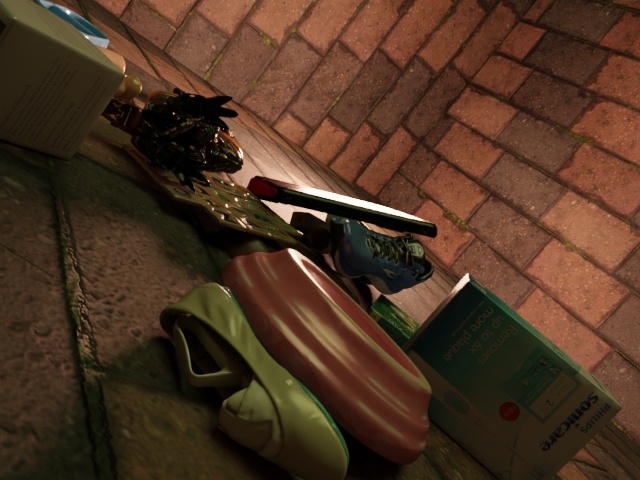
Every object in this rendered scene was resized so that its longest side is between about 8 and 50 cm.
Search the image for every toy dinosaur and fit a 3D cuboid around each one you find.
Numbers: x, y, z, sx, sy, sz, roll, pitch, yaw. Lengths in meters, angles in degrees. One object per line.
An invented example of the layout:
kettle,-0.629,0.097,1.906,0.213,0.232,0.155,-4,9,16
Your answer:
toy dinosaur,-0.269,-0.179,1.011,0.322,0.164,0.218,-5,16,-38

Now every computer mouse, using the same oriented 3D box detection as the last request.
computer mouse,-0.351,-0.357,1.717,0.184,0.060,0.262,35,-1,1

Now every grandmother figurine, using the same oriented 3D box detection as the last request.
grandmother figurine,-0.516,-0.379,1.147,0.208,0.104,0.342,33,6,16

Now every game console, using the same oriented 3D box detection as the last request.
game console,0.034,-0.075,1.339,0.387,0.060,0.342,12,7,-18

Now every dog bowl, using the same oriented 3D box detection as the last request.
dog bowl,-0.617,-0.509,1.408,0.166,0.074,0.297,37,11,-11

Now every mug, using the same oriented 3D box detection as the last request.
mug,0.004,-0.001,1.402,0.078,0.062,0.064,51,7,25

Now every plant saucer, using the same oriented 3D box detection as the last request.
plant saucer,-0.037,0.060,1.042,0.311,0.050,0.310,36,11,-8
plant saucer,0.023,0.125,0.726,0.332,0.084,0.332,44,3,-3

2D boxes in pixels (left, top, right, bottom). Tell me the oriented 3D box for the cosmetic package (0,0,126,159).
cosmetic package,-0.394,-0.224,0.747,0.151,0.151,0.184,43,11,22

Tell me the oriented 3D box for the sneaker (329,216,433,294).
sneaker,0.136,0.021,1.213,0.330,0.147,0.129,25,54,-51

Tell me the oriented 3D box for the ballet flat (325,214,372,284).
ballet flat,0.114,0.032,1.525,0.123,0.123,0.348,31,15,-37

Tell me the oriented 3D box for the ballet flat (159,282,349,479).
ballet flat,-0.077,0.137,0.541,0.248,0.086,0.086,44,12,34

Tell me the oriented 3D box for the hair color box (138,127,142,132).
hair color box,-0.315,-0.220,1.225,0.093,0.053,0.167,27,9,13

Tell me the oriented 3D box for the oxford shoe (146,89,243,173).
oxford shoe,-0.298,-0.260,1.385,0.271,0.097,0.098,35,17,-21

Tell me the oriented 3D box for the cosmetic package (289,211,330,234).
cosmetic package,-0.018,-0.034,1.449,0.060,0.041,0.115,4,-16,43

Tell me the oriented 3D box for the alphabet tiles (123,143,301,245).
alphabet tiles,-0.197,-0.089,1.067,0.285,0.011,0.342,17,17,-45

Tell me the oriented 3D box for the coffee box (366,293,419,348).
coffee box,0.149,0.172,1.204,0.113,0.040,0.184,39,10,6

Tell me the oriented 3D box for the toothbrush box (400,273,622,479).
toothbrush box,0.288,0.233,0.949,0.295,0.216,0.126,41,11,8
